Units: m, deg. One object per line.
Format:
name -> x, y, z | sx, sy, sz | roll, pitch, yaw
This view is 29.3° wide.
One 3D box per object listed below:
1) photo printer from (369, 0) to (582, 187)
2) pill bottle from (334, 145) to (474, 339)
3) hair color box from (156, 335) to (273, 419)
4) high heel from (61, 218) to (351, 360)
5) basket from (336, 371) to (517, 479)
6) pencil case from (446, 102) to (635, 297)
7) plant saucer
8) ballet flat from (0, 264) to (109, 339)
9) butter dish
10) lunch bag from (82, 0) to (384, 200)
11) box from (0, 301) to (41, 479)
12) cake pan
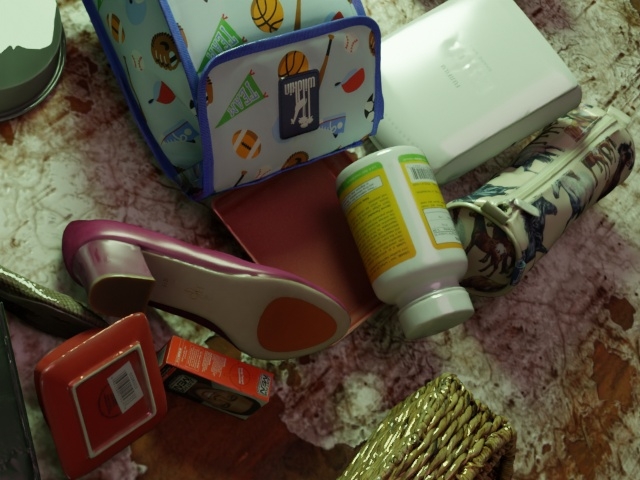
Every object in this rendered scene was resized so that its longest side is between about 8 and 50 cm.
photo printer -> 0.206, -0.236, 1.887 | 0.308, 0.107, 0.256 | -30, 71, -11
pill bottle -> 0.121, 0.005, 1.686 | 0.136, 0.136, 0.245 | -8, 69, -34
hair color box -> -0.138, 0.174, 1.538 | 0.141, 0.072, 0.043 | 22, 54, -18
high heel -> -0.142, 0.046, 1.575 | 0.377, 0.127, 0.181 | 17, 21, -31
basket -> 0.142, 0.342, 1.519 | 0.223, 0.213, 0.299 | 45, 51, -1
pencil case -> 0.337, -0.073, 1.892 | 0.160, 0.183, 0.410 | 50, 50, 3
plant saucer -> 0.000, 0.000, 1.735 | 0.259, 0.048, 0.258 | -35, 85, -38
ballet flat -> -0.365, 0.056, 1.467 | 0.250, 0.084, 0.058 | 23, 57, -11
butter dish -> -0.277, 0.170, 1.437 | 0.160, 0.118, 0.160 | -32, 125, -37
lunch bag -> -0.107, -0.276, 1.681 | 0.328, 0.239, 0.385 | -22, 92, -33
box -> -0.481, 0.206, 1.313 | 0.322, 0.079, 0.257 | -4, 65, -32
cake pan -> -0.472, -0.292, 1.606 | 0.293, 0.054, 0.293 | 13, 59, -23
